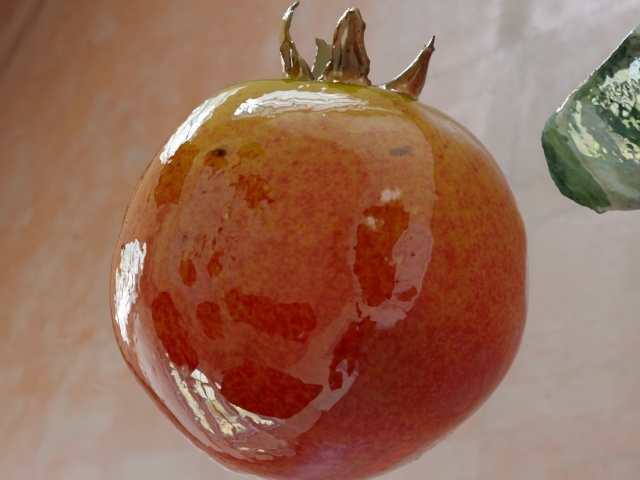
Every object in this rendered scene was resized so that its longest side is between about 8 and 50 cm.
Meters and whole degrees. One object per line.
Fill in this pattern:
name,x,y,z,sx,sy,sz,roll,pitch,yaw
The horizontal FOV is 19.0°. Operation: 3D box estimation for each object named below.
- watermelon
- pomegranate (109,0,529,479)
watermelon,0.148,-0.065,0.749,0.180,0.081,0.094,-29,22,35
pomegranate,0.000,0.000,0.999,0.221,0.221,0.257,-13,66,52
